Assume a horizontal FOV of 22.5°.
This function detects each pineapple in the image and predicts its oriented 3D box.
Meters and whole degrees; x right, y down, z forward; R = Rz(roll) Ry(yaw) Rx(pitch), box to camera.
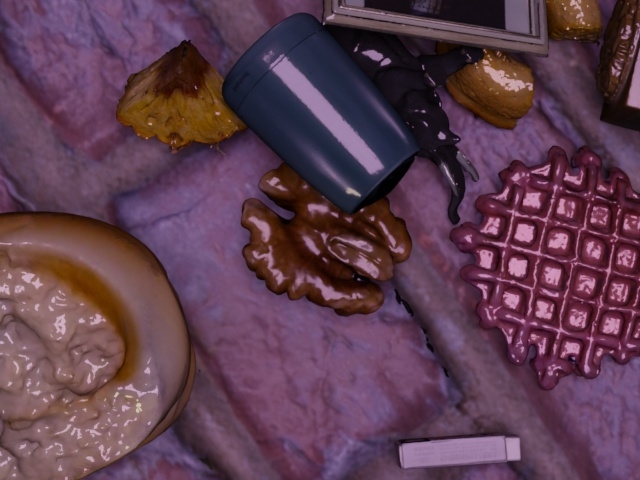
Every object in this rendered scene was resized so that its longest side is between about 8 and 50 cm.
[{"bbox_3d":[-0.132,-0.145,1.589,0.137,0.116,0.069,8,48,1],"label":"pineapple"}]

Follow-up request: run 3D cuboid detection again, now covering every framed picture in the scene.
[{"bbox_3d":[0.113,-0.325,1.574,0.231,0.018,0.293,6,67,-15],"label":"framed picture"}]

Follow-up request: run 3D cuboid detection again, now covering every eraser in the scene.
[{"bbox_3d":[0.136,0.210,1.602,0.122,0.052,0.029,-4,88,-2],"label":"eraser"}]

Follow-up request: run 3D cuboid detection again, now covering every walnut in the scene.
[{"bbox_3d":[0.000,0.000,1.601,0.170,0.069,0.143,33,82,-3],"label":"walnut"}]

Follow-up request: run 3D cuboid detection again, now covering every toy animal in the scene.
[{"bbox_3d":[0.094,-0.149,1.585,0.082,0.137,0.269,-37,91,-38],"label":"toy animal"}]

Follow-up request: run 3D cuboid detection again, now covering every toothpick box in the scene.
[{"bbox_3d":[0.005,-0.117,1.539,0.120,0.120,0.184,-43,84,-3],"label":"toothpick box"}]

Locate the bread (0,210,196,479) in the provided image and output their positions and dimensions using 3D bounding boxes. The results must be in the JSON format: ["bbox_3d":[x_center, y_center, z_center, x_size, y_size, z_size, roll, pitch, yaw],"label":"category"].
[{"bbox_3d":[-0.311,0.165,1.484,0.424,0.245,0.329,-28,50,-5],"label":"bread"}]

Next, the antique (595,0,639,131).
[{"bbox_3d":[0.355,-0.182,1.585,0.148,0.147,0.151,14,87,1],"label":"antique"}]

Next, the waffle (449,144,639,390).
[{"bbox_3d":[0.250,0.022,1.615,0.221,0.055,0.234,-30,88,-4],"label":"waffle"}]

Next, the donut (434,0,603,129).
[{"bbox_3d":[0.197,-0.213,1.617,0.181,0.078,0.146,-45,92,-5],"label":"donut"}]
